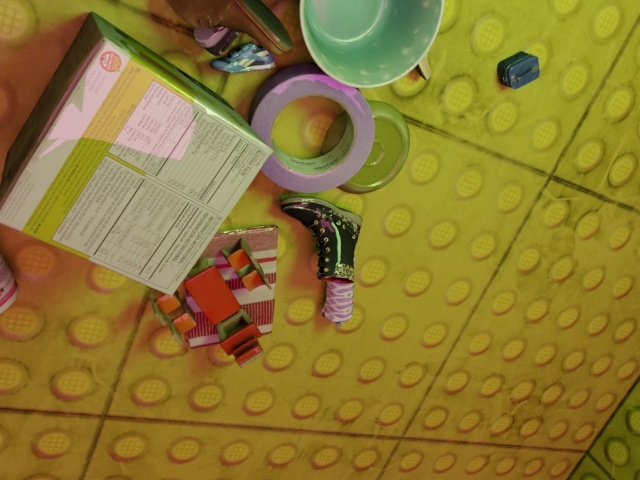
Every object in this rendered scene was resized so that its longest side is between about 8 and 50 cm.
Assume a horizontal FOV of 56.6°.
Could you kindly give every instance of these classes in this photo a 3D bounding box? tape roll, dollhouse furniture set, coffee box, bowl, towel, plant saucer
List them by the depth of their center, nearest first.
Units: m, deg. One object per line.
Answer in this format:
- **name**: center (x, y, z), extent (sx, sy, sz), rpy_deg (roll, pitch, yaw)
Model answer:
- **coffee box**: center (-0.350, -0.165, 1.108), extent (0.334, 0.338, 0.338), rpy_deg (29, 102, -33)
- **bowl**: center (0.079, -0.486, 1.219), extent (0.311, 0.163, 0.312), rpy_deg (-10, 120, -18)
- **tape roll**: center (-0.022, -0.247, 1.320), extent (0.274, 0.090, 0.275), rpy_deg (-5, 121, -8)
- **dollhouse furniture set**: center (-0.232, 0.168, 1.419), extent (0.261, 0.135, 0.259), rpy_deg (-31, 127, -6)
- **plant saucer**: center (0.120, -0.219, 1.459), extent (0.240, 0.037, 0.241), rpy_deg (-10, 121, -18)
- **towel**: center (-0.226, 0.118, 1.501), extent (0.236, 0.037, 0.329), rpy_deg (-7, 121, -22)

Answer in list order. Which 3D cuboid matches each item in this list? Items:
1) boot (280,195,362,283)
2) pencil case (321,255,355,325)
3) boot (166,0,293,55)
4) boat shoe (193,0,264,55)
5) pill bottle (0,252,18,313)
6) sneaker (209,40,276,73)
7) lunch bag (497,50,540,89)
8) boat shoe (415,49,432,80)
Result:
- **boot**: center (0.002, 0.000, 1.448), extent (0.236, 0.085, 0.179), rpy_deg (17, 69, -33)
- **pencil case**: center (0.047, 0.122, 1.591), extent (0.088, 0.086, 0.206), rpy_deg (3, 117, 2)
- **boot**: center (-0.175, -0.421, 1.102), extent (0.115, 0.305, 0.112), rpy_deg (-51, 163, 17)
- **boat shoe**: center (-0.156, -0.465, 1.189), extent (0.229, 0.080, 0.076), rpy_deg (-53, 153, -2)
- **pill bottle**: center (-0.728, 0.019, 1.158), extent (0.160, 0.160, 0.283), rpy_deg (-19, 123, -12)
- **sneaker**: center (-0.163, -0.384, 1.241), extent (0.144, 0.053, 0.059), rpy_deg (-16, 123, -24)
- **lunch bag**: center (0.496, -0.424, 1.487), extent (0.098, 0.065, 0.067), rpy_deg (-29, 124, -6)
- **boat shoe**: center (0.227, -0.449, 1.362), extent (0.059, 0.063, 0.170), rpy_deg (-32, 124, 3)
